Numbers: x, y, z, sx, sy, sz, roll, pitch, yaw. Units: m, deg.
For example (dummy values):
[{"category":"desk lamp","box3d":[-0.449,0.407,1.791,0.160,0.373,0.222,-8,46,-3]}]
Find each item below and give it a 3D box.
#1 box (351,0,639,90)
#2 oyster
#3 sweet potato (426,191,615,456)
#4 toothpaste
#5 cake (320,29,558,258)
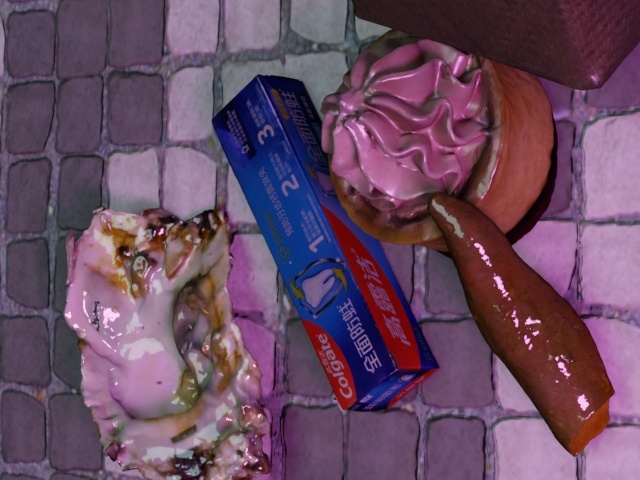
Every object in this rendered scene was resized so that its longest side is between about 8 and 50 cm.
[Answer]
[{"category":"box","box3d":[0.149,-0.255,1.493,0.273,0.143,0.184,24,63,41]},{"category":"oyster","box3d":[-0.142,0.121,1.823,0.201,0.107,0.354,-23,59,18]},{"category":"sweet potato","box3d":[0.165,0.058,1.524,0.077,0.077,0.243,-29,94,37]},{"category":"toothpaste","box3d":[0.000,-0.001,1.713,0.076,0.066,0.320,-40,63,33]},{"category":"cake","box3d":[0.080,-0.081,1.574,0.185,0.178,0.207,-1,90,41]}]
